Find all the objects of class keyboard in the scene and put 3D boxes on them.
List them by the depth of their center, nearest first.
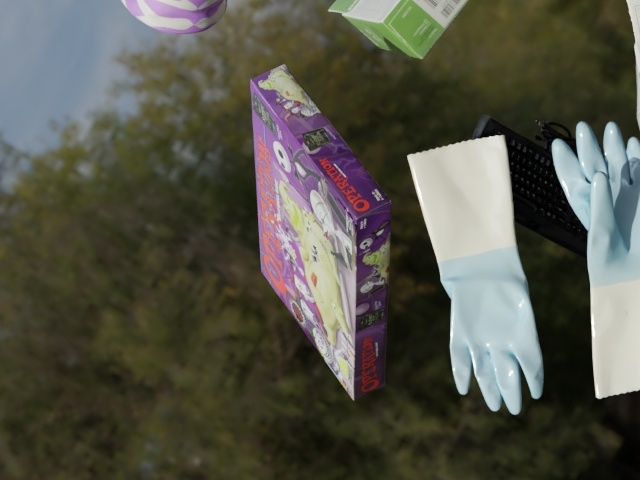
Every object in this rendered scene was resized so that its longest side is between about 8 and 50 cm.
[{"bbox_3d":[0.202,-0.056,1.519,0.038,0.192,0.100,0,72,46],"label":"keyboard"}]

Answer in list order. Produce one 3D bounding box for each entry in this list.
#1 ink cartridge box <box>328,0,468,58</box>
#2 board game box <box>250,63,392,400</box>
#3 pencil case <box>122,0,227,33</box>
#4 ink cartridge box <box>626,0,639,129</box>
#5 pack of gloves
[{"bbox_3d":[0.091,-0.266,1.921,0.109,0.062,0.209,-51,19,-2],"label":"ink cartridge box"},{"bbox_3d":[0.000,0.000,1.858,0.056,0.208,0.347,-23,-33,-15],"label":"board game box"},{"bbox_3d":[-0.080,-0.235,1.194,0.088,0.086,0.206,-16,-35,-32],"label":"pencil case"},{"bbox_3d":[0.390,-0.163,1.696,0.056,0.181,0.225,98,163,-77],"label":"ink cartridge box"},{"bbox_3d":[0.190,0.022,1.433,0.046,0.195,0.232,-168,67,-85],"label":"pack of gloves"}]
